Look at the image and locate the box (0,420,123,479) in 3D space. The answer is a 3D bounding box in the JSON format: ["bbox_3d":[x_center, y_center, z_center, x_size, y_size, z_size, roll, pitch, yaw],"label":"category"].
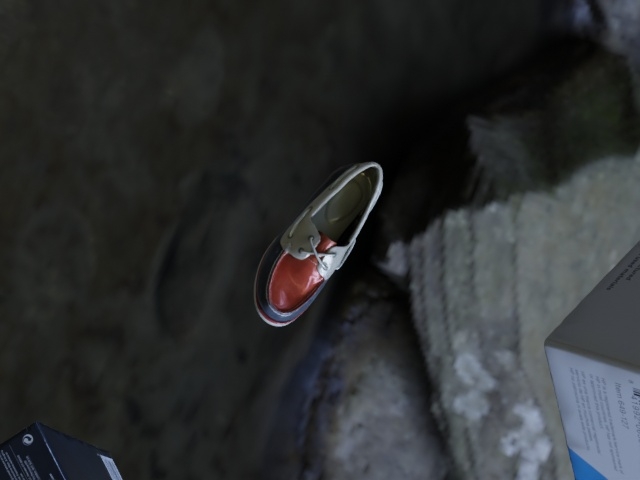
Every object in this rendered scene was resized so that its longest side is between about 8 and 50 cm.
[{"bbox_3d":[-0.333,0.309,1.721,0.184,0.103,0.261,-30,162,2],"label":"box"}]

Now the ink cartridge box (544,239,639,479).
[{"bbox_3d":[0.282,0.102,0.876,0.168,0.232,0.171,-40,129,-32],"label":"ink cartridge box"}]

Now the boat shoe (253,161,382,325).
[{"bbox_3d":[0.000,0.000,1.068,0.137,0.049,0.043,-56,-165,-25],"label":"boat shoe"}]
